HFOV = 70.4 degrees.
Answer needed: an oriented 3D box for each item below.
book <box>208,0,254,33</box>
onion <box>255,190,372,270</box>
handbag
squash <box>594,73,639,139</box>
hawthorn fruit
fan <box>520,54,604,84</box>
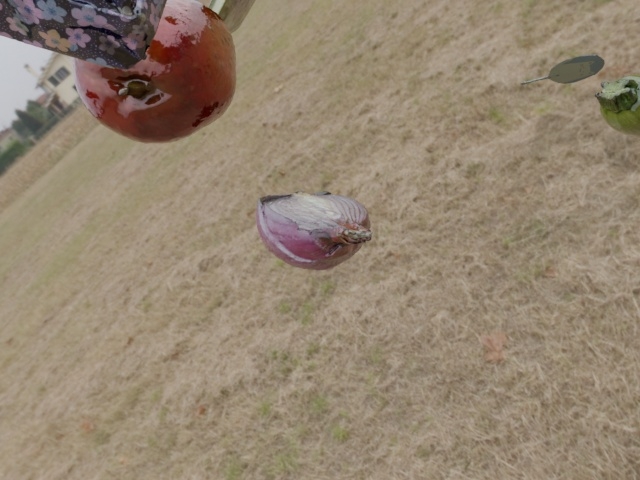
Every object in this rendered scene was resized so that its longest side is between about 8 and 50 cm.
[{"bbox_3d":[-0.168,-0.614,1.065,0.352,0.035,0.239,-41,14,43],"label":"book"},{"bbox_3d":[0.000,0.000,1.025,0.267,0.159,0.349,-4,21,-19],"label":"onion"},{"bbox_3d":[-0.235,-0.273,0.406,0.127,0.228,0.208,126,152,-59],"label":"handbag"},{"bbox_3d":[0.394,-0.153,0.541,0.069,0.258,0.069,8,101,45],"label":"squash"},{"bbox_3d":[-0.292,-0.293,0.784,0.287,0.287,0.330,-33,29,14],"label":"hawthorn fruit"},{"bbox_3d":[0.562,-0.390,1.062,0.175,0.113,0.005,-6,77,32],"label":"fan"}]
